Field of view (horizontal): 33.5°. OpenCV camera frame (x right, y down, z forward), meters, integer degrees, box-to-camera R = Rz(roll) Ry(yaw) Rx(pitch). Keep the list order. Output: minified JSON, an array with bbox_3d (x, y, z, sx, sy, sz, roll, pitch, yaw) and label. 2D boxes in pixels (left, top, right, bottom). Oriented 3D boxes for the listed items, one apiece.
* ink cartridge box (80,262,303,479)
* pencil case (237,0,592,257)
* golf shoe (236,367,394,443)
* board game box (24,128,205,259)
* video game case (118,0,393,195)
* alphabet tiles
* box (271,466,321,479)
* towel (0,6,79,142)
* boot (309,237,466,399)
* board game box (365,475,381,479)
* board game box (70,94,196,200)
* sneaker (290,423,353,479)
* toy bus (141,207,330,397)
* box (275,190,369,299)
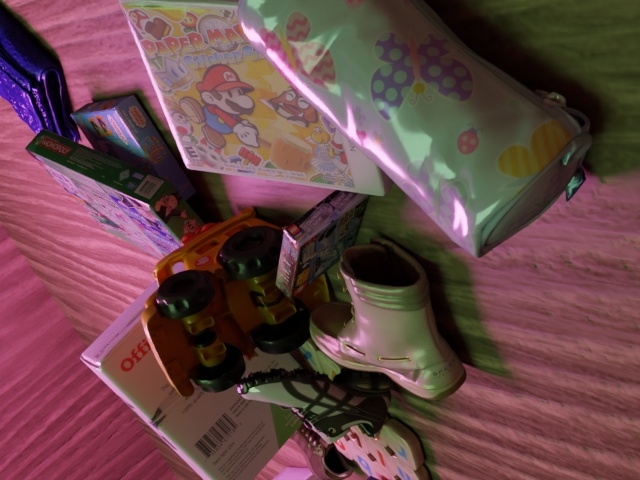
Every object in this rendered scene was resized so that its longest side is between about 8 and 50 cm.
[{"bbox_3d":[-0.160,0.186,1.463,0.273,0.198,0.115,49,162,-19],"label":"ink cartridge box"},{"bbox_3d":[0.063,-0.113,0.763,0.273,0.113,0.124,44,138,19],"label":"pencil case"},{"bbox_3d":[-0.006,0.201,1.291,0.077,0.198,0.094,175,99,-74],"label":"golf shoe"},{"bbox_3d":[-0.270,-0.045,1.537,0.317,0.046,0.213,23,160,41],"label":"board game box"},{"bbox_3d":[-0.057,-0.135,0.973,0.227,0.026,0.206,10,139,27],"label":"video game case"},{"bbox_3d":[0.046,0.246,1.496,0.284,0.021,0.278,32,151,41],"label":"alphabet tiles"},{"bbox_3d":[0.012,0.596,1.920,0.345,0.168,0.215,52,159,-2],"label":"box"},{"bbox_3d":[-0.522,-0.289,1.729,0.308,0.076,0.227,44,157,20],"label":"towel"},{"bbox_3d":[0.050,0.068,1.129,0.213,0.077,0.165,21,144,45],"label":"boot"},{"bbox_3d":[0.166,0.445,1.502,0.243,0.042,0.165,52,160,-18],"label":"board game box"},{"bbox_3d":[-0.271,-0.127,1.523,0.160,0.039,0.211,59,159,-20],"label":"board game box"},{"bbox_3d":[-0.010,0.300,1.664,0.071,0.066,0.188,-7,126,47],"label":"sneaker"},{"bbox_3d":[-0.133,0.057,1.304,0.211,0.220,0.149,35,151,51],"label":"toy bus"},{"bbox_3d":[0.000,0.000,1.096,0.027,0.094,0.137,46,157,15],"label":"box"}]
